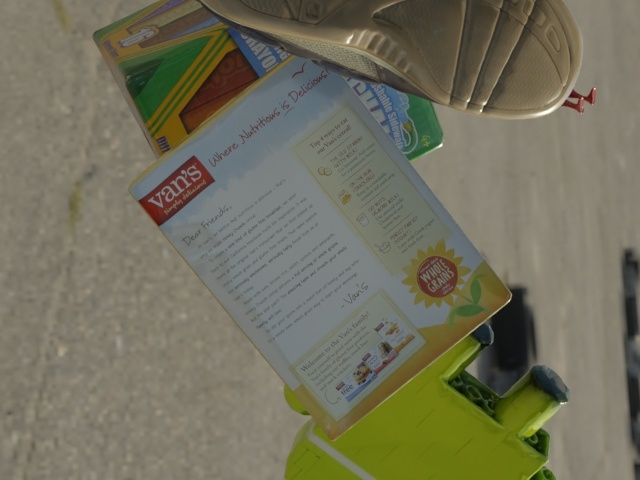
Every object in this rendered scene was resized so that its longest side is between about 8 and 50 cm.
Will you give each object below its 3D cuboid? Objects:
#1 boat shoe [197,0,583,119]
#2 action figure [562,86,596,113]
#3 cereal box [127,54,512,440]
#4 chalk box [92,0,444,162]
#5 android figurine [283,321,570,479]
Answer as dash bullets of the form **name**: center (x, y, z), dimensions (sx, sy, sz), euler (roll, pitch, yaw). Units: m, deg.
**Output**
- **boat shoe**: center (0.037, -0.148, 0.890), dimensions (0.092, 0.285, 0.102), euler (28, -75, 60)
- **action figure**: center (0.227, -0.164, 1.467), dimensions (0.038, 0.115, 0.030), euler (-41, 138, -33)
- **cereal box**: center (0.000, 0.000, 1.033), dimensions (0.240, 0.173, 0.047), euler (52, 0, -7)
- **chalk box**: center (-0.017, -0.146, 1.209), dimensions (0.180, 0.289, 0.179), euler (65, -6, -26)
- **android figurine**: center (0.081, 0.181, 1.234), dimensions (0.248, 0.273, 0.056), euler (36, 29, -7)
